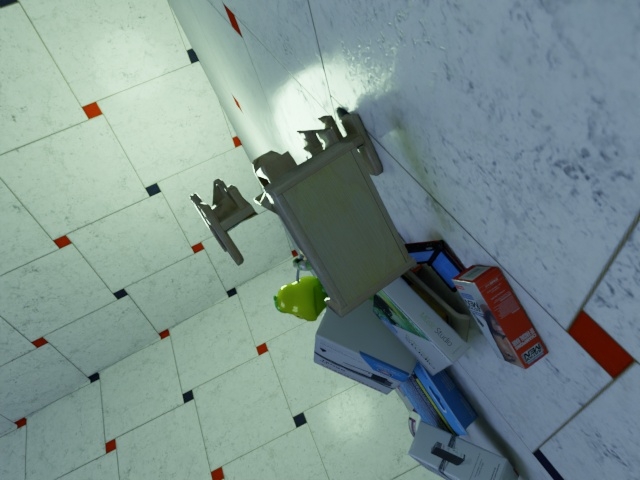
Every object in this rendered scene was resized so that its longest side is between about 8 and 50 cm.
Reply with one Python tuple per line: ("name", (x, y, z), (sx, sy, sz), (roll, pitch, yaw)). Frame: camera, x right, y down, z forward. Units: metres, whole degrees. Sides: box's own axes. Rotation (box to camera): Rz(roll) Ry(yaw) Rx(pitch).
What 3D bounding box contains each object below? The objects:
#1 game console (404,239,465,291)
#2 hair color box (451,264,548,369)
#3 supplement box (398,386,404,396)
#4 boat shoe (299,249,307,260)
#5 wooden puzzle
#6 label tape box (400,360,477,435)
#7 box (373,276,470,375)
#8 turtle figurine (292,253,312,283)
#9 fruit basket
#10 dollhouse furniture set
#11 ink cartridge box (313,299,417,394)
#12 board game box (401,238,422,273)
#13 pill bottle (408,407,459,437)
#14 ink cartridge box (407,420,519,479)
("game console", (0.218, 0.059, 0.986), (0.144, 0.124, 0.085), (83, 180, -72))
("hair color box", (0.300, 0.126, 0.826), (0.167, 0.053, 0.093), (57, 172, -4))
("supplement box", (0.354, 0.546, 1.984), (0.111, 0.114, 0.220), (54, 173, 26))
("boat shoe", (-0.051, 0.020, 2.444), (0.341, 0.122, 0.110), (62, 173, -20))
("wooden puzzle", (0.238, 0.149, 1.144), (0.239, 0.044, 0.221), (39, 167, 28))
("label tape box", (0.379, 0.494, 1.586), (0.249, 0.115, 0.347), (56, 163, 16))
("box", (0.220, 0.203, 1.150), (0.232, 0.058, 0.322), (46, 169, 18))
("turtle figurine", (0.000, 0.000, 1.414), (0.274, 0.198, 0.266), (-124, 19, -78))
("fruit basket", (0.025, 0.235, 1.890), (0.282, 0.392, 0.392), (58, 173, 5))
("dollhouse furniture set", (-0.020, -0.055, 0.986), (0.256, 0.362, 0.394), (61, 168, -21))
("ink cartridge box", (0.137, 0.326, 1.517), (0.286, 0.166, 0.395), (23, 157, 9))
("board game box", (0.189, 0.046, 1.256), (0.146, 0.045, 0.193), (56, 172, 16))
("pill bottle", (0.445, 0.740, 1.958), (0.169, 0.169, 0.301), (56, 173, 14))
("ink cartridge box", (0.427, 0.672, 1.467), (0.273, 0.114, 0.197), (13, 153, 40))
